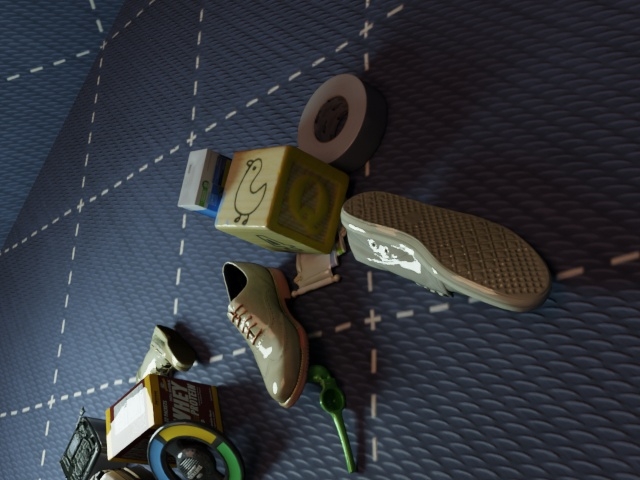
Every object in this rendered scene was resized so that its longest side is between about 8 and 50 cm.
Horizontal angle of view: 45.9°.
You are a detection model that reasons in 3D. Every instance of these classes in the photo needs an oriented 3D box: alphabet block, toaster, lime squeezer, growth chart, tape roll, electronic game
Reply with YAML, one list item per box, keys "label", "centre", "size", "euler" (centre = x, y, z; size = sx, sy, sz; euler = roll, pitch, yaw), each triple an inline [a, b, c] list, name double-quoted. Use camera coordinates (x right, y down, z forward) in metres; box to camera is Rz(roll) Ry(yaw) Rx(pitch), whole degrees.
- label: "alphabet block"
  centre: [-0.084, -0.084, 1.650]
  size: [0.197, 0.193, 0.192]
  euler: [0, 74, 49]
- label: "toaster"
  centre: [-0.614, 0.580, 2.052]
  size: [0.168, 0.110, 0.185]
  euler: [35, 101, 49]
- label: "lime squeezer"
  centre: [-0.002, 0.322, 1.521]
  size: [0.110, 0.059, 0.310]
  euler: [-59, 42, 12]
- label: "growth chart"
  centre: [0.000, 0.000, 1.683]
  size: [0.172, 0.021, 0.237]
  euler: [-17, 62, 43]
- label: "tape roll"
  centre: [0.047, -0.261, 1.702]
  size: [0.219, 0.072, 0.219]
  euler: [-21, 60, 42]
- label: "electronic game"
  centre: [-0.273, 0.490, 1.654]
  size: [0.229, 0.229, 0.048]
  euler: [-45, 5, 26]

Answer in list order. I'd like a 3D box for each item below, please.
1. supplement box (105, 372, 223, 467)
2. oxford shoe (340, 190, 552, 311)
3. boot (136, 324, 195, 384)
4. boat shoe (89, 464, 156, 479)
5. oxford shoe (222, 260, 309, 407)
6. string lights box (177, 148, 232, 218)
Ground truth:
- label: "supplement box"
  centre: [-0.369, 0.428, 1.779]
  size: [0.194, 0.191, 0.129]
  euler: [-41, 47, 30]
- label: "oxford shoe"
  centre: [0.216, 0.031, 1.358]
  size: [0.449, 0.169, 0.130]
  euler: [24, 134, 42]
- label: "boot"
  centre: [-0.405, 0.331, 1.953]
  size: [0.213, 0.077, 0.165]
  euler: [33, 99, 55]
- label: "boat shoe"
  centre: [-0.377, 0.649, 1.768]
  size: [0.340, 0.158, 0.127]
  euler: [38, 100, 20]
- label: "oxford shoe"
  centre: [-0.133, 0.193, 1.618]
  size: [0.140, 0.147, 0.397]
  euler: [-55, 33, 22]
- label: "string lights box"
  centre: [-0.191, -0.106, 1.755]
  size: [0.077, 0.260, 0.133]
  euler: [-2, 74, 49]
